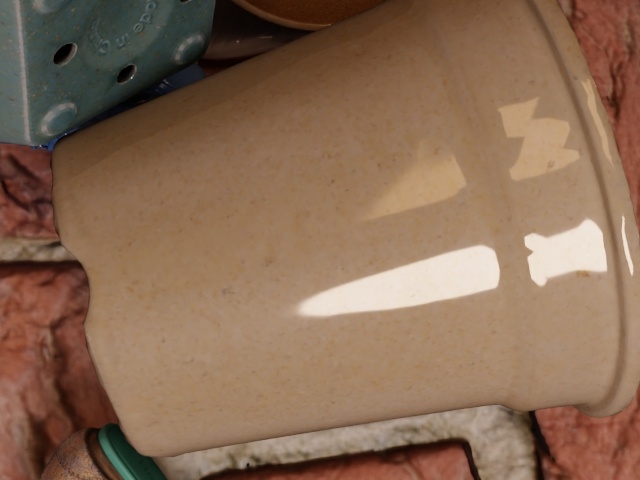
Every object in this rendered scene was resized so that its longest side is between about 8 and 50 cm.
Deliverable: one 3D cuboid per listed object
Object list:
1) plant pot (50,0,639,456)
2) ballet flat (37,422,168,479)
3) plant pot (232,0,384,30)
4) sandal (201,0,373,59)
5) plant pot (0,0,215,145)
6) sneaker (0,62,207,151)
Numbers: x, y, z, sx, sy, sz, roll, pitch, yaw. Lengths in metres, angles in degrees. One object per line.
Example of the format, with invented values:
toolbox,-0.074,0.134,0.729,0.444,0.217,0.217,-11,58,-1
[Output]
plant pot,0.000,0.000,0.677,0.305,0.334,0.333,-16,76,-4
ballet flat,-0.085,0.268,0.678,0.106,0.107,0.316,-42,78,0
plant pot,-0.016,-0.330,0.797,0.237,0.237,0.254,-6,39,-13
sandal,0.018,-0.185,0.853,0.265,0.076,0.102,-10,51,7
plant pot,-0.193,-0.208,0.626,0.247,0.248,0.252,-36,71,-30
sneaker,-0.185,-0.094,0.782,0.209,0.069,0.082,-11,78,-14
